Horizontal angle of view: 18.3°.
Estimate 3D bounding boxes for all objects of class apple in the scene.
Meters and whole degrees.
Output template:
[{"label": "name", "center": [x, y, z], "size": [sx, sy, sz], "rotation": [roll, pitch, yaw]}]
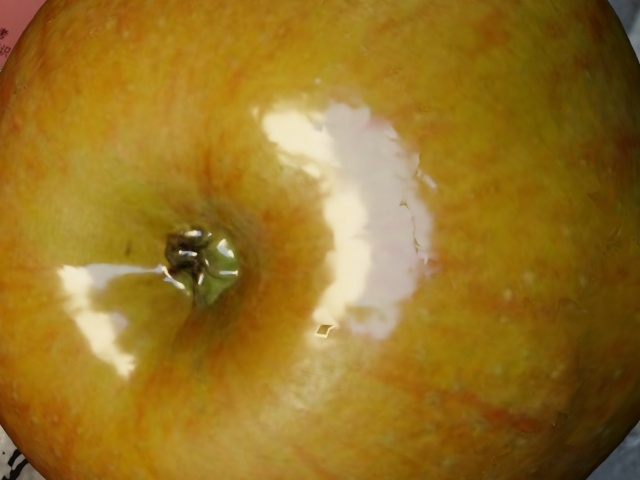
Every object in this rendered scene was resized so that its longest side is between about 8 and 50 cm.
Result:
[{"label": "apple", "center": [0.000, 0.000, 1.063], "size": [0.400, 0.333, 0.400], "rotation": [1, 98, 8]}]

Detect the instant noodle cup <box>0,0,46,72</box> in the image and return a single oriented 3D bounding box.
[{"label": "instant noodle cup", "center": [-0.162, -0.233, 1.173], "size": [0.244, 0.244, 0.255], "rotation": [33, 96, 5]}]
